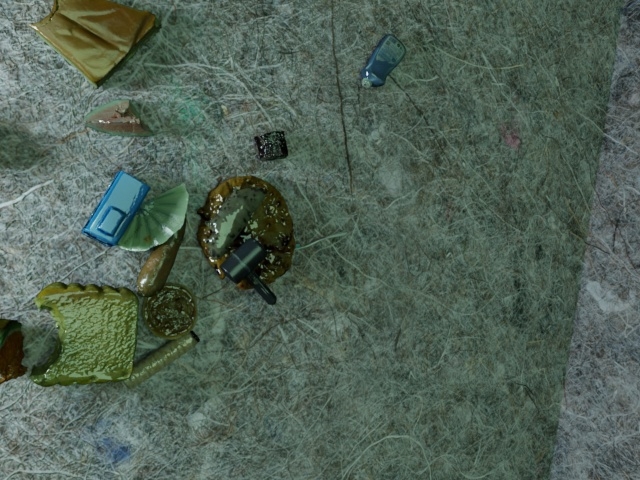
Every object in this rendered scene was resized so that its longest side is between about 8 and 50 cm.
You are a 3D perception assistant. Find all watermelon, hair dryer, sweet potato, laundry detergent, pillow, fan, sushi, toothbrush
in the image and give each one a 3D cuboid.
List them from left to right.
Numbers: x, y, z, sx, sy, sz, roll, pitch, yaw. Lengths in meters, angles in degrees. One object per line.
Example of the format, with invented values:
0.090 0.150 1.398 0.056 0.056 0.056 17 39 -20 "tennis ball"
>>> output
-0.517 -0.313 1.207 0.155 0.080 0.101 -12 90 -12 "watermelon"
-0.434 -0.057 1.258 0.131 0.009 0.240 43 79 8 "fan"
-0.415 0.026 1.277 0.075 0.075 0.273 27 76 -27 "sweet potato"
-0.243 -0.066 1.296 0.093 0.051 0.241 42 72 -25 "pillow"
-0.172 0.108 1.335 0.124 0.071 0.219 -43 118 -17 "hair dryer"
-0.143 -0.278 1.407 0.094 0.098 0.084 -14 96 -9 "sushi"
0.000 0.000 1.534 0.204 0.017 0.022 -15 119 -27 "toothbrush"
0.200 -0.585 1.586 0.097 0.061 0.206 41 74 -27 "laundry detergent"

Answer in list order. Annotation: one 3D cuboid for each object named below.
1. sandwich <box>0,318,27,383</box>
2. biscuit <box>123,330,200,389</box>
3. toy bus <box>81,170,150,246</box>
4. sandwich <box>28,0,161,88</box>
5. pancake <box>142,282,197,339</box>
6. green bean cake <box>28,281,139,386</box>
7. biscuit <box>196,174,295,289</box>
-0.731 0.247 1.054 0.109 0.185 0.159 -5 92 -21 "sandwich"
-0.431 0.317 1.290 0.219 0.061 0.055 -35 64 -24 "biscuit"
-0.514 -0.078 1.197 0.090 0.106 0.184 32 78 -29 "toy bus"
-0.552 -0.538 1.174 0.212 0.063 0.245 43 72 -22 "sandwich"
-0.409 0.191 1.300 0.158 0.028 0.158 5 76 -21 "pancake"
-0.578 0.225 1.168 0.233 0.124 0.236 6 90 -30 "green bean cake"
-0.205 -0.020 1.386 0.289 0.081 0.334 -22 102 -27 "biscuit"
